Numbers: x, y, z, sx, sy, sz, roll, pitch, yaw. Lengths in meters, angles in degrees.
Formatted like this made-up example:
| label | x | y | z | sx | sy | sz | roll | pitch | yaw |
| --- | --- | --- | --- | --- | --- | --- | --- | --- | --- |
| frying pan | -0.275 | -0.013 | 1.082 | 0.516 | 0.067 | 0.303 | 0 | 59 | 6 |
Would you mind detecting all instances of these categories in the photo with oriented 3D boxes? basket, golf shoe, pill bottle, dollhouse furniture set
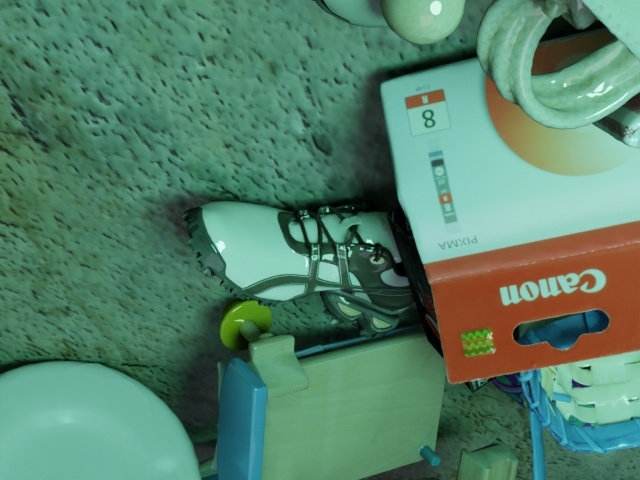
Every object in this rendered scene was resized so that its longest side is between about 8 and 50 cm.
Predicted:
| label | x | y | z | sx | sy | sz | roll | pitch | yaw |
| --- | --- | --- | --- | --- | --- | --- | --- | --- | --- |
| basket | 0.249 | 0.085 | 0.758 | 0.254 | 0.289 | 0.201 | -13 | 143 | 21 |
| golf shoe | 0.000 | 0.000 | 0.816 | 0.198 | 0.077 | 0.094 | 17 | 133 | -42 |
| pill bottle | -0.255 | 0.288 | 1.110 | 0.224 | 0.224 | 0.392 | 6 | 148 | -16 |
| dollhouse furniture set | 0.019 | 0.146 | 1.060 | 0.286 | 0.198 | 0.303 | -13 | 123 | -27 |

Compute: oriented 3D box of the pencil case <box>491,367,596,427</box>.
| label | x | y | z | sx | sy | sz | roll | pitch | yaw |
| --- | --- | --- | --- | --- | --- | --- | --- | --- | --- |
| pencil case | 0.196 | 0.119 | 1.030 | 0.070 | 0.065 | 0.151 | -5 | 154 | 35 |

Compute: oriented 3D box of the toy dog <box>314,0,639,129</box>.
| label | x | y | z | sx | sy | sz | roll | pitch | yaw |
| --- | --- | --- | --- | --- | --- | --- | --- | --- | --- |
| toy dog | 0.166 | -0.115 | 0.370 | 0.333 | 0.161 | 0.220 | -32 | 137 | 23 |

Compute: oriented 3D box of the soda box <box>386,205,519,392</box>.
| label | x | y | z | sx | sy | sz | roll | pitch | yaw |
| --- | --- | --- | --- | --- | --- | --- | --- | --- | --- |
| soda box | 0.094 | 0.031 | 0.808 | 0.053 | 0.060 | 0.169 | -34 | 145 | -8 |

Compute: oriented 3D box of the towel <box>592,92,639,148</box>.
| label | x | y | z | sx | sy | sz | roll | pitch | yaw |
| --- | --- | --- | --- | --- | --- | --- | --- | --- | --- |
| towel | 0.219 | -0.101 | 0.572 | 0.197 | 0.029 | 0.144 | -32 | -176 | 11 |

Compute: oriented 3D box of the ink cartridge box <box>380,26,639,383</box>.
| label | x | y | z | sx | sy | sz | roll | pitch | yaw |
| --- | --- | --- | --- | --- | --- | --- | --- | --- | --- |
| ink cartridge box | 0.119 | -0.018 | 0.686 | 0.145 | 0.179 | 0.045 | -12 | 172 | 14 |
